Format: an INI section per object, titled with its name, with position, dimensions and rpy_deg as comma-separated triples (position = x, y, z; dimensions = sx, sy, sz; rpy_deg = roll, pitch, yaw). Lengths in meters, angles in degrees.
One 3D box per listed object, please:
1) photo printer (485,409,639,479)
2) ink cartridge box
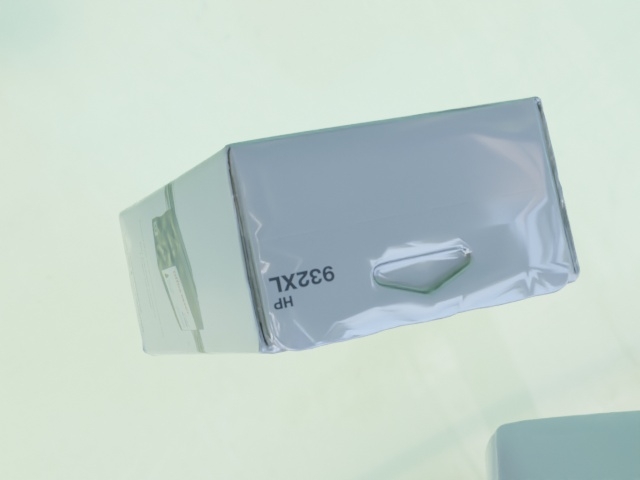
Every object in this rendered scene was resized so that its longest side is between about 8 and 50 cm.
[photo printer]
position = 0.257, 0.271, 0.815
dimensions = 0.256, 0.307, 0.107
rpy_deg = -5, 129, 11
[ink cartridge box]
position = 0.000, 0.000, 0.780
dimensions = 0.223, 0.129, 0.307
rpy_deg = -11, 179, -23
